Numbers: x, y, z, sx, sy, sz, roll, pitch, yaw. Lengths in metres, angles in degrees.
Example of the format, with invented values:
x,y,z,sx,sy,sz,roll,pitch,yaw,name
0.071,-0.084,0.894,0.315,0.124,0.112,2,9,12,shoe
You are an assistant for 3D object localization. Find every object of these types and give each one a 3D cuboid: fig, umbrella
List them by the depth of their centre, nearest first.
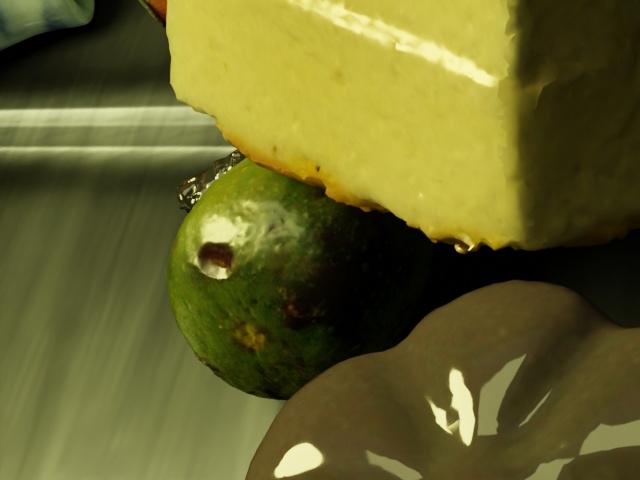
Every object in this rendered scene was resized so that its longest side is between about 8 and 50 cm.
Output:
x,y,z,sx,sy,sz,roll,pitch,yaw,name
0.000,0.000,0.945,0.123,0.123,0.156,-5,32,31,fig
-0.018,-0.054,1.063,0.144,0.037,0.040,-35,26,3,umbrella

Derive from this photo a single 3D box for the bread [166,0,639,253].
x,y,z,sx,sy,sz,roll,pitch,yaw,name
0.104,-0.142,0.870,0.279,0.207,0.279,-21,33,-35,bread

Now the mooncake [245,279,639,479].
x,y,z,sx,sy,sz,roll,pitch,yaw,name
0.078,0.132,0.750,0.245,0.133,0.245,-14,50,17,mooncake

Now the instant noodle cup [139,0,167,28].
x,y,z,sx,sy,sz,roll,pitch,yaw,name
-0.024,-0.252,1.121,0.231,0.243,0.243,-31,40,12,instant noodle cup

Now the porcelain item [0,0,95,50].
x,y,z,sx,sy,sz,roll,pitch,yaw,name
-0.288,-0.155,1.279,0.259,0.141,0.141,-13,44,11,porcelain item
